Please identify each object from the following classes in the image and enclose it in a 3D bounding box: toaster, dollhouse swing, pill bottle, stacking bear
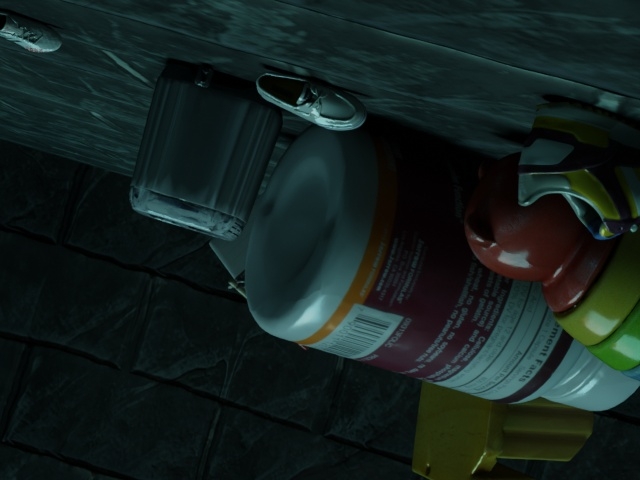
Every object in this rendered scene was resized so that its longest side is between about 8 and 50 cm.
[{"bbox_3d":[-0.114,-0.084,1.612,0.129,0.146,0.227,16,177,-1],"label":"toaster"},{"bbox_3d":[0.313,0.173,2.254,0.305,0.347,0.315,8,180,-18],"label":"dollhouse swing"},{"bbox_3d":[0.143,0.036,1.656,0.392,0.224,0.224,18,177,-25],"label":"pill bottle"},{"bbox_3d":[0.256,0.022,1.383,0.289,0.175,0.164,29,137,-7],"label":"stacking bear"}]

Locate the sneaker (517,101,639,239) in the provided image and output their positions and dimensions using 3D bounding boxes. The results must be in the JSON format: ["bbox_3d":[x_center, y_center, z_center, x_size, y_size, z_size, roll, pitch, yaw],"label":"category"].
[{"bbox_3d":[0.227,-0.034,1.155,0.185,0.084,0.069,18,177,-7],"label":"sneaker"}]

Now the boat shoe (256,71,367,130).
[{"bbox_3d":[-0.009,-0.121,1.401,0.100,0.035,0.035,23,-179,8],"label":"boat shoe"}]

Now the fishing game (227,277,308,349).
[{"bbox_3d":[0.034,0.008,1.806,0.189,0.264,0.041,42,-157,-31],"label":"fishing game"}]

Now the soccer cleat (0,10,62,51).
[{"bbox_3d":[-0.288,-0.201,1.563,0.083,0.029,0.035,21,-178,2],"label":"soccer cleat"}]

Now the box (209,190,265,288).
[{"bbox_3d":[0.000,0.000,1.935,0.119,0.181,0.182,52,-167,24],"label":"box"}]
